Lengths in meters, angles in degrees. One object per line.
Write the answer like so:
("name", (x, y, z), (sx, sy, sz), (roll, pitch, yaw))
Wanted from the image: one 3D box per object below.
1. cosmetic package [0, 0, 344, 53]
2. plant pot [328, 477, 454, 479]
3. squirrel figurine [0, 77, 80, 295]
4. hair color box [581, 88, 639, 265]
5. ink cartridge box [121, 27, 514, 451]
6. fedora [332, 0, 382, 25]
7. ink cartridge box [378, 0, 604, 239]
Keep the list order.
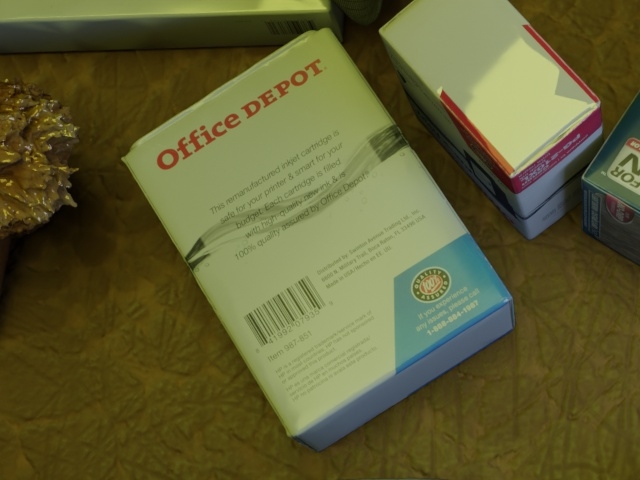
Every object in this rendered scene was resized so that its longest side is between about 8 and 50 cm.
("cosmetic package", (-0.163, -0.336, 1.486), (0.377, 0.097, 0.284), (0, 78, 9))
("plant pot", (-0.031, 0.360, 1.186), (0.334, 0.334, 0.305), (-5, 85, 8))
("squirrel figurine", (-0.406, -0.033, 1.304), (0.397, 0.370, 0.281), (-39, 72, -2))
("hair color box", (0.361, -0.146, 1.305), (0.105, 0.174, 0.347), (32, 82, 16))
("ink cartridge box", (0.000, 0.000, 1.352), (0.223, 0.129, 0.307), (-33, 73, 1))
("fedora", (0.025, -0.334, 1.295), (0.124, 0.243, 0.275), (-31, 62, -14))
("ink cartridge box", (0.156, -0.113, 1.300), (0.100, 0.237, 0.172), (-40, 73, 1))
